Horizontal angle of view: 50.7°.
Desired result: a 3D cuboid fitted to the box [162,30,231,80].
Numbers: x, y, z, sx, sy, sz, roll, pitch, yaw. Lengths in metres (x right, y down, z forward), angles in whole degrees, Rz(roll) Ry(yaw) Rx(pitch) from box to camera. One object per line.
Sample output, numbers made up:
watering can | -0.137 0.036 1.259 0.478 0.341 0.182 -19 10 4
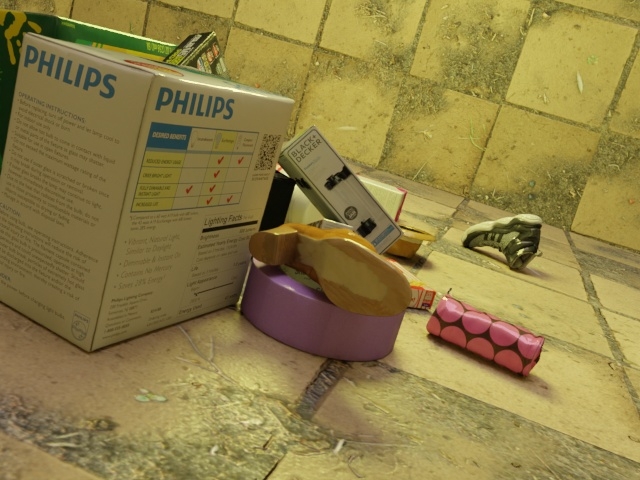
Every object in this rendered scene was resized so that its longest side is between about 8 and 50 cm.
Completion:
box | -0.226 -0.229 1.298 0.060 0.270 0.216 -1 38 21

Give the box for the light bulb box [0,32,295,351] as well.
light bulb box | -0.254 -0.078 0.997 0.225 0.361 0.358 22 15 22

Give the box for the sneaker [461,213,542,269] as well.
sneaker | 0.565 0.018 2.117 0.268 0.153 0.101 -16 -27 36

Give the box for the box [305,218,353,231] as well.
box | 0.000 0.000 1.415 0.067 0.063 0.324 17 -4 -10

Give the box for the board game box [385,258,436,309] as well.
board game box | 0.137 0.086 1.469 0.146 0.045 0.193 10 15 -27

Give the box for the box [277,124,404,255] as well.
box | 0.032 -0.097 1.412 0.290 0.087 0.169 49 -6 -9

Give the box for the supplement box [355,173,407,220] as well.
supplement box | 0.167 -0.146 2.271 0.220 0.114 0.111 19 13 14

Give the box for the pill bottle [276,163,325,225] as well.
pill bottle | -0.135 -0.127 1.713 0.318 0.176 0.176 23 15 25

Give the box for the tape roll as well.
tape roll | 0.006 0.103 1.161 0.274 0.090 0.275 15 13 -4

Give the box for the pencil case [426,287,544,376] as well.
pencil case | 0.307 0.171 1.250 0.209 0.095 0.098 26 1 27

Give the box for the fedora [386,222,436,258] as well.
fedora | 0.219 0.000 1.830 0.194 0.079 0.194 15 8 -2

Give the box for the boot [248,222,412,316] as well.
boot | 0.051 0.031 1.093 0.295 0.104 0.211 19 14 29

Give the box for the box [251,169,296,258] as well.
box | -0.177 -0.088 1.497 0.103 0.184 0.261 4 18 -34

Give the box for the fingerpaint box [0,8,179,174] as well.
fingerpaint box | -0.398 -0.190 1.227 0.163 0.371 0.445 12 11 17
